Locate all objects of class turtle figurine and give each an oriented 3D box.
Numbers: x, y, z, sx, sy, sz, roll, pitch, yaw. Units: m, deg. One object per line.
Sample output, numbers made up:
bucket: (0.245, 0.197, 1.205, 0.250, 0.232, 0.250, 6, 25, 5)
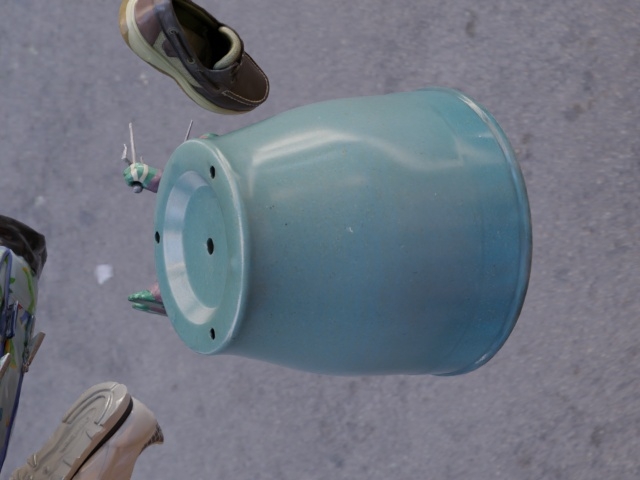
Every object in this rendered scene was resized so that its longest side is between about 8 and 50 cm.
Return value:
turtle figurine: (-0.152, -0.037, 1.211, 0.118, 0.175, 0.234, 7, 77, 14)

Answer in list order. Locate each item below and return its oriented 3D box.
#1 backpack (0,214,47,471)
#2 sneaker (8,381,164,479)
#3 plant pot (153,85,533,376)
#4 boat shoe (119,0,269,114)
backpack: (-0.407, 0.133, 1.009, 0.273, 0.290, 0.355, 143, 134, -70)
sneaker: (-0.258, 0.259, 1.146, 0.235, 0.094, 0.090, -47, 38, -18)
plant pot: (0.000, 0.000, 0.983, 0.272, 0.255, 0.271, 12, 104, 59)
boat shoe: (-0.117, -0.196, 1.183, 0.073, 0.224, 0.080, -6, 69, 34)
